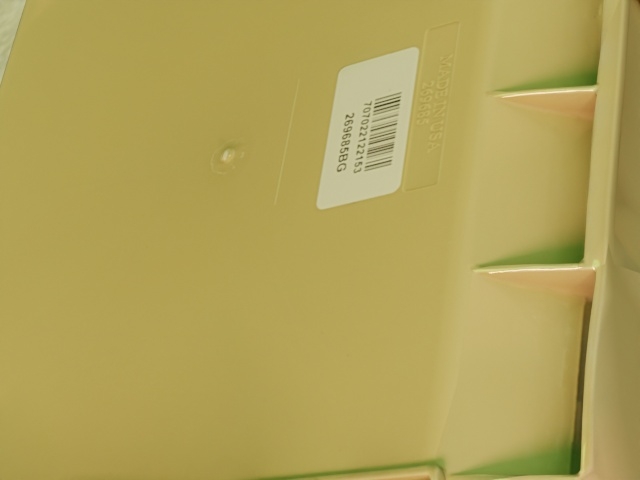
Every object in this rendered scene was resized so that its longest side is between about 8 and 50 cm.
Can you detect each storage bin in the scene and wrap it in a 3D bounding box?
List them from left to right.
[{"bbox_3d":[0.000,0.000,0.554,0.260,0.123,0.262,-10,54,31],"label":"storage bin"}]
